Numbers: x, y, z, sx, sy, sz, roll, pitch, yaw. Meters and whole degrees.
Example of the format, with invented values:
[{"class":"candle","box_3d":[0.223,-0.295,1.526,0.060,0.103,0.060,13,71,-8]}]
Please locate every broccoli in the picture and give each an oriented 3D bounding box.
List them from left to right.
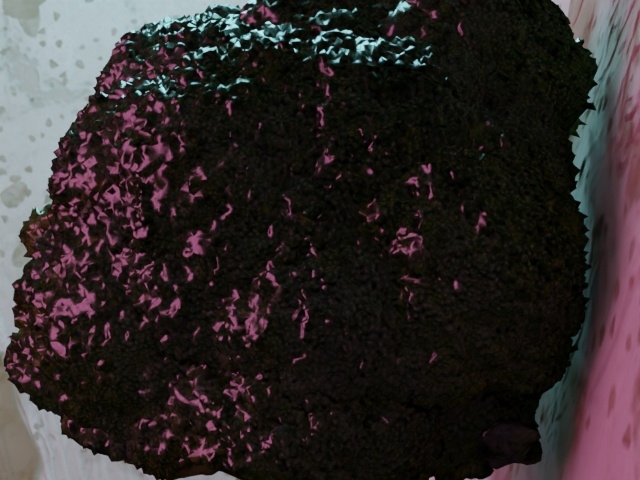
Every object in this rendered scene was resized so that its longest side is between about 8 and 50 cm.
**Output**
[{"class":"broccoli","box_3d":[0.000,0.000,0.930,0.283,0.321,0.304,51,-126,-55]}]
